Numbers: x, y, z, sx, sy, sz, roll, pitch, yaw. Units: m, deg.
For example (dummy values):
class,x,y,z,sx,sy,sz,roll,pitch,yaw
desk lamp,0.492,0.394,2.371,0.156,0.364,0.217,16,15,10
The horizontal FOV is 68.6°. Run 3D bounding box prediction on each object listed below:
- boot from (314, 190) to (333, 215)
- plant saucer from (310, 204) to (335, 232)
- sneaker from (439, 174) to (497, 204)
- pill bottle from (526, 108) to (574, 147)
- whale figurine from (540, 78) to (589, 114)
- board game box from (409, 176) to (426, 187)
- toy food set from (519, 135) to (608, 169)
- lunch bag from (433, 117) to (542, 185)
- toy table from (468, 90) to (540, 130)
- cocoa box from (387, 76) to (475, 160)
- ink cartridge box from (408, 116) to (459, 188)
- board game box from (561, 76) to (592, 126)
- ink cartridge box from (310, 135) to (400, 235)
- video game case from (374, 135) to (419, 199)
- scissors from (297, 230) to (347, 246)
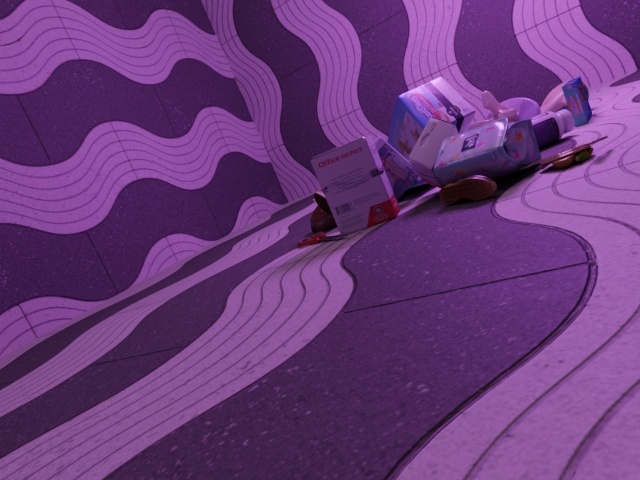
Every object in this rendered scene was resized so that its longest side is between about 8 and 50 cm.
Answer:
class,x,y,z,sx,sy,sz,roll,pitch,yaw
boot,0.098,-0.161,1.756,0.213,0.077,0.165,29,57,31
plant saucer,0.027,-0.116,1.850,0.198,0.036,0.198,-36,29,23
sneaker,0.410,-0.147,1.272,0.084,0.070,0.185,-29,13,-28
pill bottle,0.753,-0.373,1.602,0.193,0.108,0.108,-22,9,2
whale figurine,1.043,-0.569,2.043,0.272,0.141,0.216,-48,9,1
board game box,0.301,-0.228,1.845,0.253,0.079,0.336,-18,3,-44
toy food set,0.637,-0.212,1.220,0.132,0.038,0.192,-21,1,-38
lunch bag,0.474,-0.249,1.350,0.223,0.160,0.262,-13,4,45
toy table,0.792,-0.530,2.059,0.161,0.252,0.274,-10,-11,-29
cocoa box,0.444,-0.451,1.968,0.228,0.231,0.347,-27,-24,-15
ink cartridge box,0.384,-0.279,1.531,0.092,0.158,0.218,30,2,29
board game box,0.982,-0.532,1.791,0.047,0.160,0.210,-16,11,38
ink cartridge box,0.116,-0.181,1.533,0.197,0.273,0.114,-19,11,21
video game case,0.214,-0.226,1.612,0.183,0.201,0.023,-48,21,16
scissors,0.000,0.000,1.596,0.109,0.021,0.297,-23,10,-15
